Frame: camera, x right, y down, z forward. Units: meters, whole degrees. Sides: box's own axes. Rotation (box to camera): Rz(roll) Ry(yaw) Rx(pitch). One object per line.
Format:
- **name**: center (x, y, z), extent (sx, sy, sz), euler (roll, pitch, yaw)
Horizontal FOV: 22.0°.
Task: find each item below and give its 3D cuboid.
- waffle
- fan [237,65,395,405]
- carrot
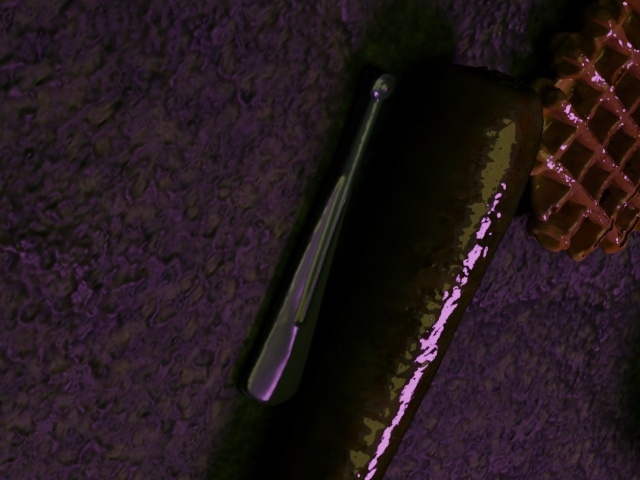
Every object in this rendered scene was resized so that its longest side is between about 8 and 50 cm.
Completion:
- **waffle**: center (0.182, -0.072, 0.991), extent (0.191, 0.038, 0.191), euler (-25, 130, -33)
- **fan**: center (0.000, 0.000, 0.869), extent (0.038, 0.016, 0.193), euler (4, 111, -44)
- **carrot**: center (0.028, 0.074, 0.901), extent (0.074, 0.074, 0.358), euler (9, 108, -47)
